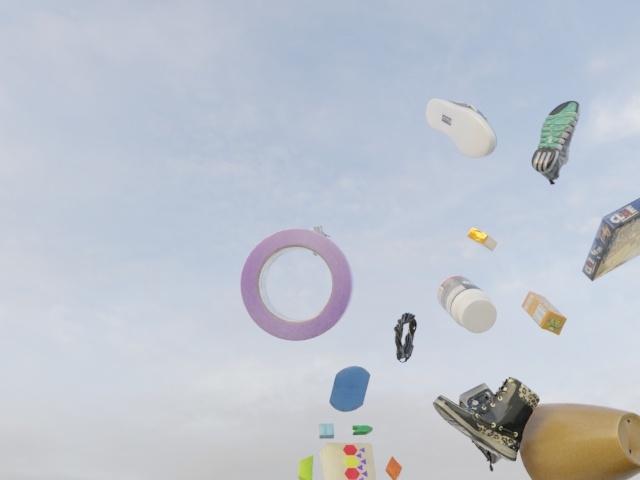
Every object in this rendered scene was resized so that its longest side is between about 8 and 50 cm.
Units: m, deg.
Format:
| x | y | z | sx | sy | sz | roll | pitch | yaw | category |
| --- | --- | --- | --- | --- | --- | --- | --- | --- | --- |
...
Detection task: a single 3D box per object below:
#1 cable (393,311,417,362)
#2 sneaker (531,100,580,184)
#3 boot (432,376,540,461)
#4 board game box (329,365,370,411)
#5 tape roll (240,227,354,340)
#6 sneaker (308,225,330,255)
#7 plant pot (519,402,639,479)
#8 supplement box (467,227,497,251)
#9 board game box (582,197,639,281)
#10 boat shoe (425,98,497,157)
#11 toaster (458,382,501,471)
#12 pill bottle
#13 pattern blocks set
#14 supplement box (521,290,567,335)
| x | y | z | sx | sy | sz | roll | pitch | yaw | category |
| --- | --- | --- | --- | --- | --- | --- | --- | --- | --- |
| 0.297 | 0.329 | 1.900 | 0.047 | 0.184 | 0.150 | -1 | -47 | 32 | cable |
| 0.639 | -0.263 | 1.437 | 0.098 | 0.223 | 0.083 | 36 | -11 | -38 | sneaker |
| 0.411 | 0.405 | 1.318 | 0.236 | 0.178 | 0.085 | 35 | -17 | 2 | boot |
| 0.094 | 0.502 | 1.832 | 0.133 | 0.033 | 0.168 | 10 | -82 | -23 | board game box |
| -0.056 | 0.109 | 1.337 | 0.275 | 0.274 | 0.090 | -4 | -6 | 7 | tape roll |
| 0.000 | 0.000 | 1.782 | 0.069 | 0.038 | 0.098 | -13 | -75 | -13 | sneaker |
| 0.657 | 0.494 | 1.293 | 0.237 | 0.237 | 0.254 | 15 | -30 | -16 | plant pot |
| 0.521 | -0.003 | 1.723 | 0.098 | 0.062 | 0.036 | 25 | -84 | -50 | supplement box |
| 0.758 | -0.009 | 1.338 | 0.165 | 0.042 | 0.243 | -27 | -36 | -7 | board game box |
| 0.387 | -0.300 | 1.396 | 0.102 | 0.301 | 0.108 | -6 | -61 | -17 | boat shoe |
| 0.480 | 0.528 | 1.529 | 0.110 | 0.168 | 0.185 | -25 | -45 | -14 | toaster |
| 0.577 | 0.250 | 2.110 | 0.162 | 0.283 | 0.161 | -1 | -77 | -5 | pill bottle |
| 0.081 | 0.640 | 1.477 | 0.286 | 0.324 | 0.026 | 5 | -60 | 5 | pattern blocks set |
| 0.840 | 0.270 | 2.017 | 0.078 | 0.233 | 0.080 | 22 | -74 | -2 | supplement box |
